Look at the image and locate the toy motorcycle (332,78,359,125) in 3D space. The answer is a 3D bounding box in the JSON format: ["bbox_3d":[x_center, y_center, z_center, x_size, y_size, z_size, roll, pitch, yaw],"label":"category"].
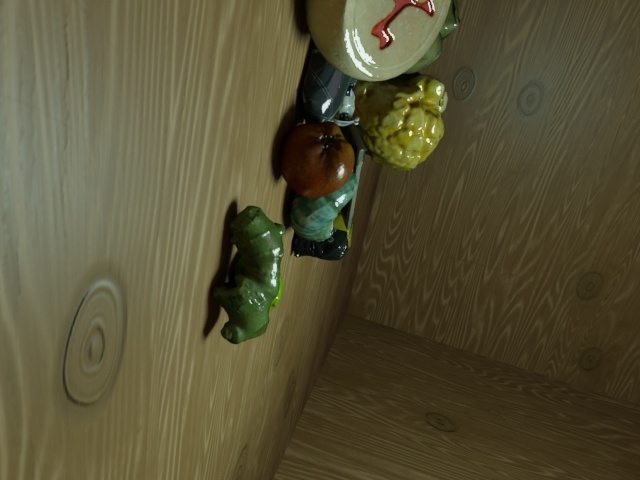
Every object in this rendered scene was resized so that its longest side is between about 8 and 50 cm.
[{"bbox_3d":[0.073,-0.423,1.590,0.221,0.102,0.150,101,-10,-45],"label":"toy motorcycle"}]

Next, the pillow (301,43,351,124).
[{"bbox_3d":[0.033,-0.413,1.310,0.161,0.092,0.335,8,104,-67],"label":"pillow"}]

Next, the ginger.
[{"bbox_3d":[-0.142,0.075,1.095,0.089,0.137,0.290,-130,-125,-64],"label":"ginger"}]

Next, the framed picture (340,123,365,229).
[{"bbox_3d":[0.092,-0.240,1.878,0.247,0.022,0.335,-105,-164,-45],"label":"framed picture"}]

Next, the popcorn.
[{"bbox_3d":[0.259,-0.418,1.902,0.390,0.343,0.354,102,2,-69],"label":"popcorn"}]

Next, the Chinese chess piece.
[{"bbox_3d":[0.124,-0.504,1.131,0.338,0.140,0.338,-27,138,-28],"label":"Chinese chess piece"}]

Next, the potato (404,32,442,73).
[{"bbox_3d":[0.253,-0.659,1.708,0.326,0.220,0.243,29,46,-59],"label":"potato"}]

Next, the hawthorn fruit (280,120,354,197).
[{"bbox_3d":[-0.009,-0.187,1.273,0.189,0.189,0.189,16,90,-81],"label":"hawthorn fruit"}]

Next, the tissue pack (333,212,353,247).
[{"bbox_3d":[0.055,-0.038,2.049,0.178,0.127,0.123,68,32,-76],"label":"tissue pack"}]

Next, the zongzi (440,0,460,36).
[{"bbox_3d":[0.355,-0.895,1.954,0.393,0.174,0.356,62,12,-7],"label":"zongzi"}]

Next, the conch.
[{"bbox_3d":[0.003,-0.126,1.483,0.220,0.195,0.278,-125,-155,-77],"label":"conch"}]

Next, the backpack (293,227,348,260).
[{"bbox_3d":[0.003,-0.002,1.676,0.120,0.165,0.106,-70,161,-44],"label":"backpack"}]

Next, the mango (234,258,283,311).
[{"bbox_3d":[-0.138,0.097,1.213,0.178,0.100,0.119,81,29,-45],"label":"mango"}]
